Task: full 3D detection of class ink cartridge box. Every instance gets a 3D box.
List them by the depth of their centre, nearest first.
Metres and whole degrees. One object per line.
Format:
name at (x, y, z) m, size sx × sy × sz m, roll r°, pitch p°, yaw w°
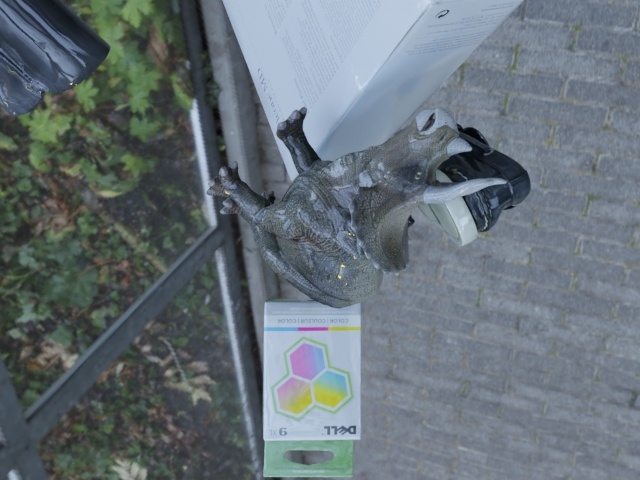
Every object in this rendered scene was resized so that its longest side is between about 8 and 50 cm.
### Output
ink cartridge box at (-0.011, 0.171, 0.789) m, size 0.109 × 0.062 × 0.209 m, roll 1°, pitch 88°, yaw -5°

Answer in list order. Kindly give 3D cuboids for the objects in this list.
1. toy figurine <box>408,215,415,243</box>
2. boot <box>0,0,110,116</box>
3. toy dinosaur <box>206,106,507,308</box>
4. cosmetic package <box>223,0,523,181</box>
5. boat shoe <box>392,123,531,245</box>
toy figurine at (0.075, -0.049, 1.376) m, size 0.210 × 0.213 × 0.148 m, roll -21°, pitch 71°, yaw 2°
boot at (-0.454, -0.396, 0.936) m, size 0.367 × 0.146 × 0.445 m, roll -9°, pitch 135°, yaw 31°
toy dinosaur at (0.000, 0.000, 0.573) m, size 0.160 × 0.121 × 0.313 m, roll 45°, pitch 151°, yaw 11°
cosmetic package at (-0.009, -0.279, 0.598) m, size 0.284 × 0.097 × 0.377 m, roll -40°, pitch 68°, yaw 61°
boat shoe at (0.165, -0.093, 0.871) m, size 0.113 × 0.340 × 0.127 m, roll -29°, pitch 102°, yaw 3°
